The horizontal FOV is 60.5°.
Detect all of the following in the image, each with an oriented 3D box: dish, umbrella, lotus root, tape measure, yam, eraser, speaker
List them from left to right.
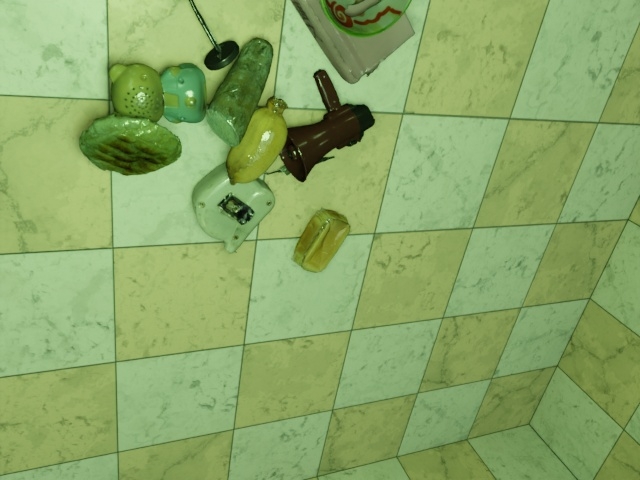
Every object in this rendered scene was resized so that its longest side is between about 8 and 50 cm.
[{"bbox_3d":[-0.298,-0.114,1.847,0.258,0.130,0.265,-46,128,11],"label":"tape measure"},{"bbox_3d":[-0.227,-0.448,1.610,0.133,0.133,0.331,33,74,-37],"label":"yam"},{"bbox_3d":[-0.190,-0.299,1.691,0.303,0.146,0.131,-57,157,11],"label":"lotus root"},{"bbox_3d":[-0.071,-0.257,1.921,0.268,0.044,0.044,-13,92,-20],"label":"umbrella"},{"bbox_3d":[-0.005,-0.391,1.833,0.329,0.198,0.259,-38,90,-17],"label":"speaker"},{"bbox_3d":[0.093,-0.701,1.662,0.272,0.122,0.359,-42,129,0],"label":"eraser"},{"bbox_3d":[0.110,-0.738,1.502,0.324,0.124,0.324,-18,130,-22],"label":"dish"}]

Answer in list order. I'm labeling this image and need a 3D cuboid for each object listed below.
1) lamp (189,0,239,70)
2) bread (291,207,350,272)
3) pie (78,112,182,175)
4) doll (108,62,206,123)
[{"bbox_3d":[-0.350,-0.664,1.524,0.130,0.108,0.371,-27,114,7],"label":"lamp"},{"bbox_3d":[0.000,0.000,2.074,0.136,0.107,0.241,19,111,-36],"label":"bread"},{"bbox_3d":[-0.541,-0.265,1.578,0.306,0.071,0.306,-4,164,-1],"label":"pie"},{"bbox_3d":[-0.461,-0.410,1.557,0.260,0.161,0.177,-7,124,-25],"label":"doll"}]
